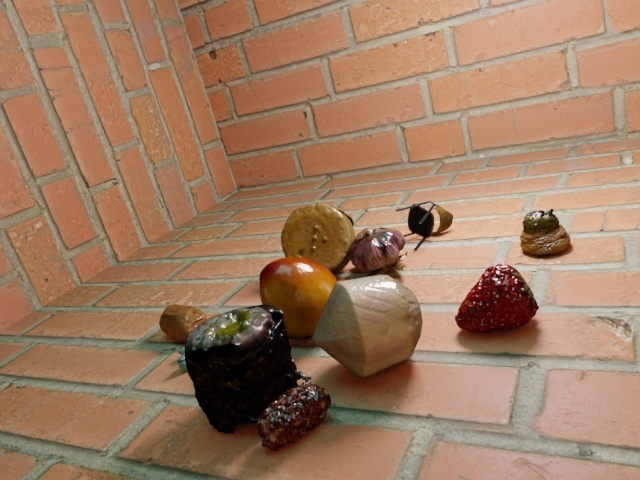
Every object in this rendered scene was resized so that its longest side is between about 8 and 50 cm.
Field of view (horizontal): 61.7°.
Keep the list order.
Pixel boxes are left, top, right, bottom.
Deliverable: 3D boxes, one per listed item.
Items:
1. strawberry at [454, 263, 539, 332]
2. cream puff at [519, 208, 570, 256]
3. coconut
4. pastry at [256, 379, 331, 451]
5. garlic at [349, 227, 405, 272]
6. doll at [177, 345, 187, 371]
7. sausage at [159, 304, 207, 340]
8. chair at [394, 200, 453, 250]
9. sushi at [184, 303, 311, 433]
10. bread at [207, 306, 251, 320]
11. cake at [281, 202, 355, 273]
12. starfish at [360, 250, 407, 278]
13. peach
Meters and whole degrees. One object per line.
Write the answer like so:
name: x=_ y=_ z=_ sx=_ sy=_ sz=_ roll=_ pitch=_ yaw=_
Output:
strawberry: x=0.521 y=0.193 z=1.634 sx=0.244 sy=0.205 sz=0.205 roll=-32 pitch=15 yaw=14
cream puff: x=0.849 y=-0.045 z=2.037 sx=0.183 sy=0.169 sz=0.183 roll=-13 pitch=17 yaw=4
coconut: x=0.129 y=0.254 z=1.584 sx=0.328 sy=0.329 sz=0.329 roll=-14 pitch=19 yaw=5
pastry: x=-0.073 y=0.459 z=1.413 sx=0.208 sy=0.097 sz=0.115 roll=-26 pitch=38 yaw=-24
garlic: x=0.229 y=0.021 z=2.206 sx=0.245 sy=0.160 sz=0.245 roll=-20 pitch=17 yaw=7
doll: x=-0.454 y=0.408 z=1.943 sx=0.159 sy=0.059 sz=0.158 roll=-13 pitch=21 yaw=10
sausage: x=-0.556 y=0.328 z=2.151 sx=0.136 sy=0.120 sz=0.241 roll=-33 pitch=26 yaw=-35
chair: x=0.465 y=-0.078 z=2.435 sx=0.172 sy=0.159 sz=0.247 roll=28 pitch=40 yaw=33
sushi: x=-0.219 y=0.354 z=1.550 sx=0.281 sy=0.294 sz=0.299 roll=-6 pitch=19 yaw=34
bread: x=-0.349 y=0.319 z=2.084 sx=0.200 sy=0.077 sz=0.116 roll=-14 pitch=20 yaw=8
cake: x=0.008 y=0.003 z=2.410 sx=0.332 sy=0.332 sz=0.321 roll=-11 pitch=-6 yaw=13
starfish: x=0.268 y=0.111 z=2.236 sx=0.231 sy=0.048 sz=0.295 roll=-22 pitch=14 yaw=-2
peach: x=-0.071 y=0.189 z=1.882 sx=0.289 sy=0.308 sz=0.289 roll=-11 pitch=26 yaw=5
